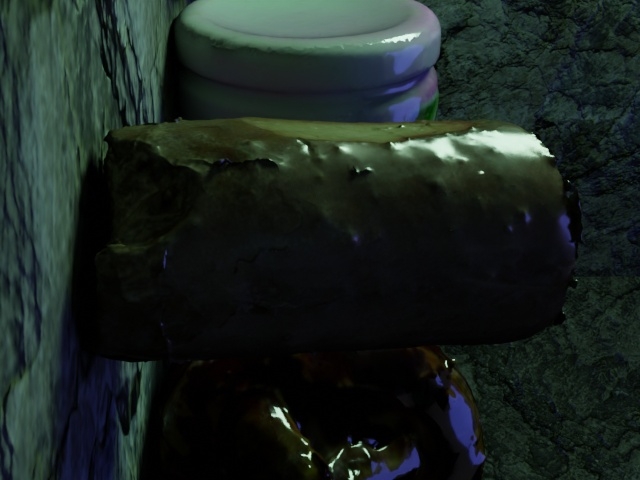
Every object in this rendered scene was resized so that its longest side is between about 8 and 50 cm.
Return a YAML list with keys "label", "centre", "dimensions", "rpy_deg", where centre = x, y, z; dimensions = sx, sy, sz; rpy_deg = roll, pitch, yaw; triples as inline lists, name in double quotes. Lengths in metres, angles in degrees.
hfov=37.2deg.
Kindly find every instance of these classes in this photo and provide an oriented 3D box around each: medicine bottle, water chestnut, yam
- label: "medicine bottle"
  centre: [-0.010, -0.035, 0.805]
  dimensions: [0.212, 0.212, 0.325]
  rpy_deg: [-92, -178, -64]
- label: "water chestnut"
  centre: [-0.003, 0.146, 0.633]
  dimensions: [0.238, 0.224, 0.223]
  rpy_deg: [-160, -110, -75]
- label: "yam"
  centre: [0.001, 0.001, 0.491]
  dimensions: [0.128, 0.238, 0.129]
  rpy_deg: [-133, -138, -66]
